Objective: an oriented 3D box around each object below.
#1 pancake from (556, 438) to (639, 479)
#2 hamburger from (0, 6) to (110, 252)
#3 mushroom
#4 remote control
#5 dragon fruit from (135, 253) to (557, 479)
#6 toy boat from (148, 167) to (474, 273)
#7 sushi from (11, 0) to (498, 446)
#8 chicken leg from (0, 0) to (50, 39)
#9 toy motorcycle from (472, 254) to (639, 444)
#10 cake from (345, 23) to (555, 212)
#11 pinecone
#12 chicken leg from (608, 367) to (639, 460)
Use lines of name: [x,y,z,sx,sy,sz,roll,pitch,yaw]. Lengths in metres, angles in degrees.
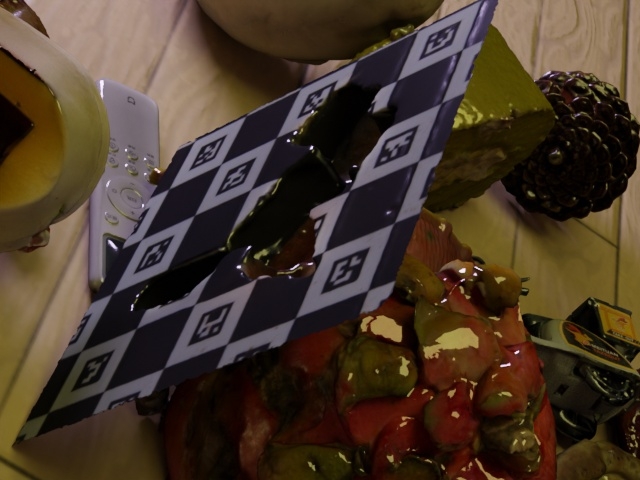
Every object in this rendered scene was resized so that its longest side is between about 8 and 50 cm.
pancake: [0.281,0.300,1.531,0.250,0.031,0.250,25,46,-28]
hamburger: [-0.267,-0.091,1.301,0.210,0.173,0.116,35,2,7]
mushroom: [-0.002,-0.355,1.716,0.315,0.315,0.356,24,36,-25]
remote control: [-0.166,-0.045,1.467,0.067,0.029,0.261,24,39,-27]
dragon fruit: [0.065,0.122,1.317,0.314,0.263,0.296,6,48,-41]
toy boat: [0.004,0.002,1.491,0.318,0.141,0.099,16,12,-22]
sushi: [-0.025,0.000,1.251,0.064,0.359,0.343,48,41,-24]
chicken leg: [-0.317,-0.172,1.422,0.322,0.083,0.177,38,44,-4]
toy motorcycle: [0.197,0.100,1.626,0.263,0.091,0.157,20,38,-27]
cake: [0.106,-0.122,1.689,0.260,0.179,0.156,-12,61,-51]
pinecone: [0.271,-0.111,1.873,0.163,0.163,0.165,41,19,-3]
chicken leg: [0.326,0.180,1.710,0.205,0.053,0.093,-29,91,-49]
